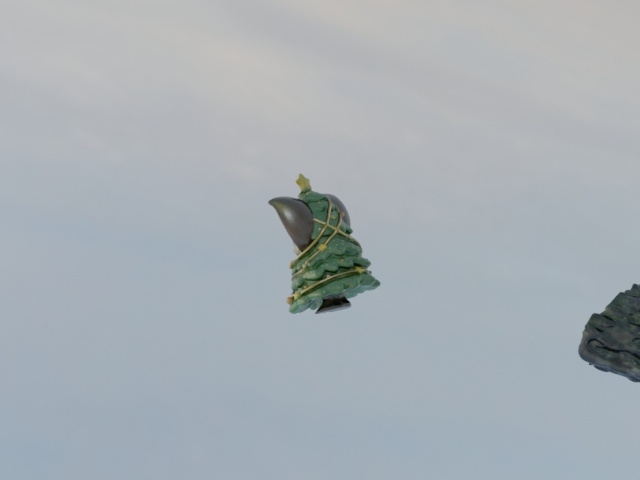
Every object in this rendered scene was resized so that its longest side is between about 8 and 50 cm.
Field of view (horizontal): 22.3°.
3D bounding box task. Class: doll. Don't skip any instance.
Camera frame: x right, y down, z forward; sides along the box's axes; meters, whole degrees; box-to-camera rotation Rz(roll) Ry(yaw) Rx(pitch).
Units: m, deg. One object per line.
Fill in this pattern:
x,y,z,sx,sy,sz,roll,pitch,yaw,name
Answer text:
0.008,0.002,1.293,0.077,0.113,0.078,-1,-177,41,doll

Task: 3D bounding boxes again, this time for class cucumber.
0.320,0.090,1.159,0.265,0.077,0.077,14,-165,12,cucumber
